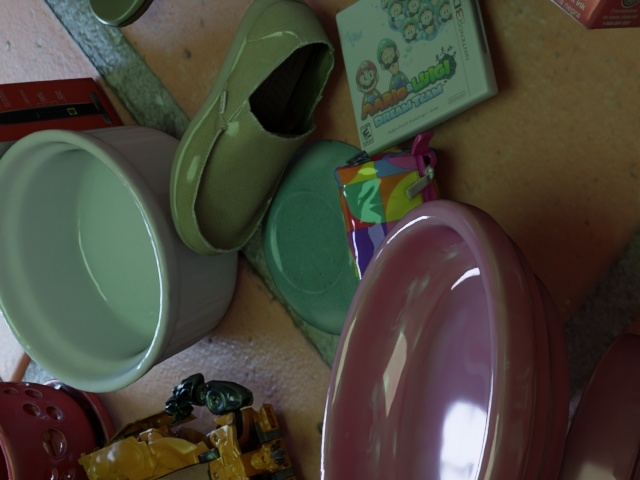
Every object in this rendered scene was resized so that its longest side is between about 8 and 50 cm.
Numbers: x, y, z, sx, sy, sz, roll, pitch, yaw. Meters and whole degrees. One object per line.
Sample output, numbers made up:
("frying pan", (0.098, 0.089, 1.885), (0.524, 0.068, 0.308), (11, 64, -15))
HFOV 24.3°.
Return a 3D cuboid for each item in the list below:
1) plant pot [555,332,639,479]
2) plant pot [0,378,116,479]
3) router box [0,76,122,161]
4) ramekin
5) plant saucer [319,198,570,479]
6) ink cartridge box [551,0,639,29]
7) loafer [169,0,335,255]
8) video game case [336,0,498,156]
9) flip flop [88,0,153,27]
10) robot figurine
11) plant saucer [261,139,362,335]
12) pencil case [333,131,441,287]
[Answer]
("plant pot", (0.288, 0.187, 1.112), (0.180, 0.201, 0.201), (15, 108, 24))
("plant pot", (-0.340, 0.250, 1.722), (0.191, 0.174, 0.191), (11, 105, 43))
("router box", (-0.422, -0.035, 1.661), (0.335, 0.301, 0.082), (-49, 65, 37))
("ramekin", (-0.217, 0.009, 1.570), (0.277, 0.135, 0.277), (13, 112, 37))
("plant saucer", (0.096, 0.137, 1.153), (0.332, 0.084, 0.332), (-169, 90, -72))
("ink cartridge box", (0.257, -0.265, 1.067), (0.092, 0.158, 0.218), (46, 126, 30))
("loafer", (-0.064, -0.102, 1.417), (0.092, 0.102, 0.268), (37, 113, 50))
("video game case", (0.083, -0.168, 1.330), (0.157, 0.019, 0.143), (-25, 69, 43))
("flip flop", (-0.206, -0.359, 1.547), (0.112, 0.080, 0.277), (34, 119, 35))
("robot figurine", (-0.133, 0.256, 1.580), (0.291, 0.085, 0.211), (-24, 81, 39))
("plant saucer", (0.000, 0.000, 1.447), (0.195, 0.037, 0.195), (9, 103, 42))
("pencil case", (0.079, 0.028, 1.336), (0.104, 0.104, 0.236), (-12, 91, 44))
